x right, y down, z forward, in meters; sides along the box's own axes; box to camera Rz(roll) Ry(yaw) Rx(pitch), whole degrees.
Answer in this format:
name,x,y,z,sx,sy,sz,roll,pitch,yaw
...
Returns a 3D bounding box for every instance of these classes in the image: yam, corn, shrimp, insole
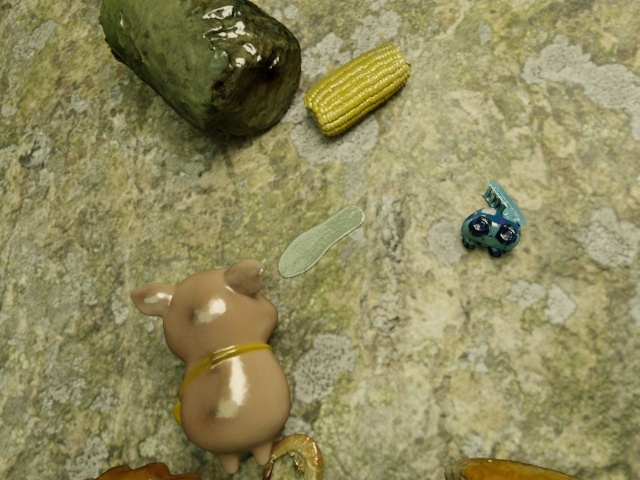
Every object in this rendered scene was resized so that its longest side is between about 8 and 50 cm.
name,x,y,z,sx,sy,sz,roll,pitch,yaw
yam,-0.183,-0.289,0.665,0.300,0.195,0.195,41,85,20
corn,0.056,-0.229,0.666,0.165,0.063,0.085,-33,62,-1
shrimp,-0.033,0.307,0.557,0.083,0.023,0.114,-17,67,9
insole,0.000,0.000,0.645,0.153,0.002,0.053,-35,71,0

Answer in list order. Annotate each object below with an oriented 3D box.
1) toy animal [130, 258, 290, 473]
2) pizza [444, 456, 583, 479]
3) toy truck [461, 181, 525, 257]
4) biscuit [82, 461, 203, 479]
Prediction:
name,x,y,z,sx,sy,sz,roll,pitch,yaw
toy animal,-0.120,0.158,0.558,0.165,0.149,0.247,-16,83,-9
pizza,0.228,0.336,0.390,0.189,0.297,0.071,5,117,-9
toy truck,0.230,-0.030,0.586,0.073,0.056,0.090,19,66,11
biscuit,-0.214,0.433,0.515,0.326,0.107,0.325,-4,71,11
